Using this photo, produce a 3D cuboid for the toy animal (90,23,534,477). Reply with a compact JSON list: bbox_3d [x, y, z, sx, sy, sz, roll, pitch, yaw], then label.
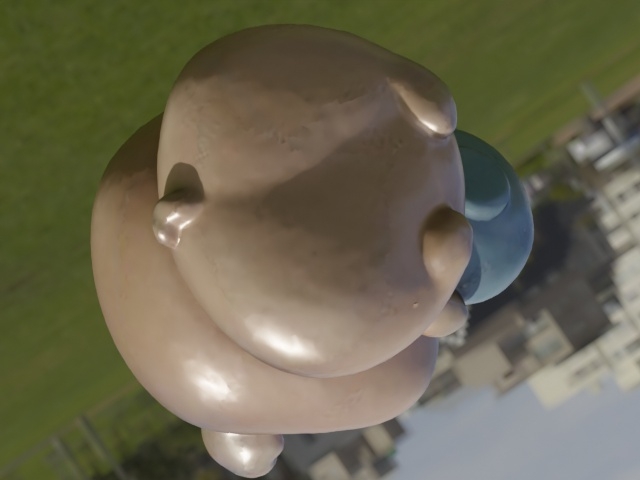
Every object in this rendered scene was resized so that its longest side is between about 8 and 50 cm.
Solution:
[{"bbox_3d":[-0.018,0.002,1.012,0.230,0.210,0.221,-16,168,16],"label":"toy animal"}]
